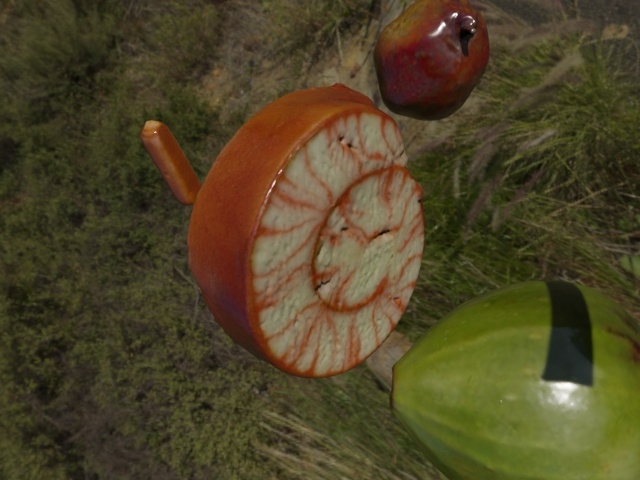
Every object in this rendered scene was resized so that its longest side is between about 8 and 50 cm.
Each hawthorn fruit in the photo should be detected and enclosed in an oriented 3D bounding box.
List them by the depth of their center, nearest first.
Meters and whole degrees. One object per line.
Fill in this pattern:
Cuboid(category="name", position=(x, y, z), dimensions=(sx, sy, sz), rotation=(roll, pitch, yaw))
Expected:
Cuboid(category="hawthorn fruit", position=(0.209, -0.325, 0.979), dimensions=(0.248, 0.208, 0.207), rotation=(162, 120, -69))

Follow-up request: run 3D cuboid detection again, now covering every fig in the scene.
Cuboid(category="fig", position=(0.245, 0.191, 0.699), dimensions=(0.316, 0.316, 0.315), rotation=(-34, 48, 48))

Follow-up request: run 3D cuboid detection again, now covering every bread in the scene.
Cuboid(category="bread", position=(-0.001, 0.004, 0.653), dimensions=(0.114, 0.327, 0.295), rotation=(19, 52, 40))

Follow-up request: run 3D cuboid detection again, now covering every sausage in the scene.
Cuboid(category="sausage", position=(-0.208, -0.108, 0.778), dimensions=(0.039, 0.131, 0.041), rotation=(6, 45, 35))

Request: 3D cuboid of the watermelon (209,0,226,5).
Cuboid(category="watermelon", position=(-0.129, -0.306, 0.609), dimensions=(0.072, 0.085, 0.092), rotation=(-9, 67, 30))
